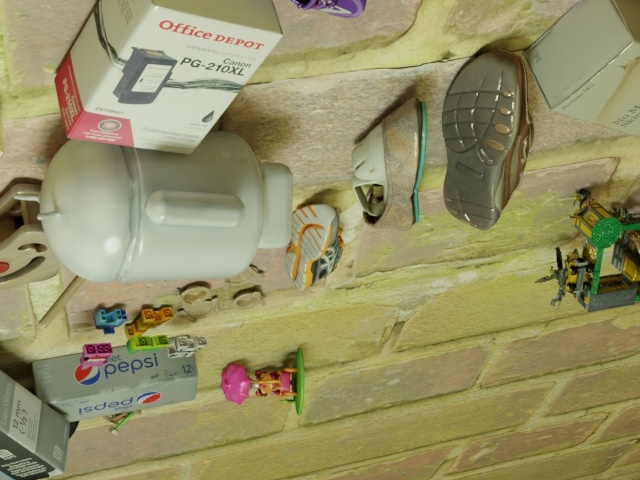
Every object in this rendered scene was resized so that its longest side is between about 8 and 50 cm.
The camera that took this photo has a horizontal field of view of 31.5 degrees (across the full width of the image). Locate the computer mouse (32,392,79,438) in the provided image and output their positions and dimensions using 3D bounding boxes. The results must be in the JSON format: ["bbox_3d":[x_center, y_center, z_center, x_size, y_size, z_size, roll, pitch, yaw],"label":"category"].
[{"bbox_3d":[-0.570,0.359,2.067,0.272,0.188,0.072,-28,139,-1],"label":"computer mouse"}]

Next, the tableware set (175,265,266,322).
[{"bbox_3d":[-0.172,0.096,1.953,0.169,0.020,0.141,-18,152,0],"label":"tableware set"}]

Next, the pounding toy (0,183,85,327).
[{"bbox_3d":[-0.421,0.029,1.554,0.270,0.155,0.154,-14,156,-7],"label":"pounding toy"}]

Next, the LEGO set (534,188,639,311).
[{"bbox_3d":[0.559,-0.007,2.079,0.331,0.192,0.255,-14,122,-12],"label":"LEGO set"}]

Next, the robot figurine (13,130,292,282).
[{"bbox_3d":[-0.213,-0.047,1.494,0.353,0.199,0.300,-2,-178,-29],"label":"robot figurine"}]

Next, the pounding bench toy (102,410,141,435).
[{"bbox_3d":[-0.378,0.326,2.175,0.065,0.083,0.052,-23,151,11],"label":"pounding bench toy"}]

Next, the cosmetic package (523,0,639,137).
[{"bbox_3d":[0.460,-0.242,1.620,0.309,0.113,0.160,7,143,-39],"label":"cosmetic package"}]

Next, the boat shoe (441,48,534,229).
[{"bbox_3d":[0.254,-0.159,1.671,0.116,0.123,0.324,-42,154,-30],"label":"boat shoe"}]

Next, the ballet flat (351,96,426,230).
[{"bbox_3d":[0.099,-0.100,1.683,0.106,0.107,0.316,-3,150,0],"label":"ballet flat"}]

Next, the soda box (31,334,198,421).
[{"bbox_3d":[-0.369,0.253,2.043,0.286,0.091,0.098,-9,148,-16],"label":"soda box"}]

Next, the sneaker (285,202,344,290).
[{"bbox_3d":[0.000,0.000,1.833,0.083,0.084,0.215,-21,158,-23],"label":"sneaker"}]

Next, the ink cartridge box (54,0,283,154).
[{"bbox_3d":[-0.180,-0.215,1.319,0.172,0.100,0.237,5,144,-36],"label":"ink cartridge box"}]

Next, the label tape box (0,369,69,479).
[{"bbox_3d":[-0.615,0.297,1.866,0.249,0.115,0.347,-15,143,17],"label":"label tape box"}]

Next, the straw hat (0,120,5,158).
[{"bbox_3d":[-0.454,-0.125,1.366,0.144,0.061,0.144,-23,143,-19],"label":"straw hat"}]

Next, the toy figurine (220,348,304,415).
[{"bbox_3d":[-0.119,0.280,2.246,0.159,0.130,0.173,1,173,-7],"label":"toy figurine"}]

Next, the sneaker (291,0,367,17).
[{"bbox_3d":[-0.010,-0.288,1.318,0.170,0.071,0.068,13,139,-44],"label":"sneaker"}]

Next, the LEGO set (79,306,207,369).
[{"bbox_3d":[-0.320,0.166,1.930,0.227,0.087,0.093,0,153,-37],"label":"LEGO set"}]
